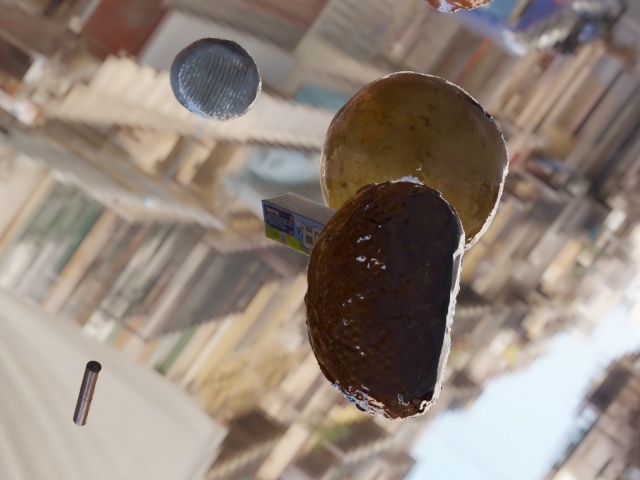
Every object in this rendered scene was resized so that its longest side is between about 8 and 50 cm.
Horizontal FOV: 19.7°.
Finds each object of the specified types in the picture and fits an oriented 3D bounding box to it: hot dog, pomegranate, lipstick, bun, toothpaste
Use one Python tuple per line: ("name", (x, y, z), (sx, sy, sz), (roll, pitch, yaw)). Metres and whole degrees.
("hot dog", (0.067, 0.060, 1.724), (0.160, 0.227, 0.099), (24, 155, -31))
("pomegranate", (0.120, -0.090, 2.410), (0.260, 0.260, 0.260), (35, -172, -6))
("lipstick", (-0.255, 0.167, 2.009), (0.019, 0.094, 0.019), (11, -137, -10))
("bun", (-0.094, -0.145, 1.652), (0.083, 0.083, 0.045), (35, -178, -9))
("toothpaste", (0.000, 0.000, 2.105), (0.044, 0.070, 0.193), (-16, -159, -28))

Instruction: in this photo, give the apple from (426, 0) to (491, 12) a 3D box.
("apple", (0.051, -0.328, 1.498), (0.293, 0.251, 0.163), (1, 165, 36))
